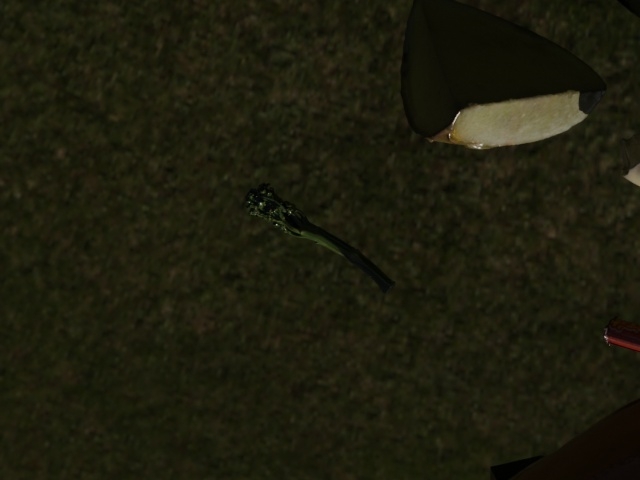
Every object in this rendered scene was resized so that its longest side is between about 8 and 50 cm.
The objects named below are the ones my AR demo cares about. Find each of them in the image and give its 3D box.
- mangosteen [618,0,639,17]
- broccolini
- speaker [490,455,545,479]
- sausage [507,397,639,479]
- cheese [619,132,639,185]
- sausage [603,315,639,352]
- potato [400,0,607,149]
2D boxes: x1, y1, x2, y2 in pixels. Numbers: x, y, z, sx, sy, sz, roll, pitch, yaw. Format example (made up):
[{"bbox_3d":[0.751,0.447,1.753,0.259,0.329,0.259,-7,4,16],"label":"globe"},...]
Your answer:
[{"bbox_3d":[0.425,-0.365,1.365,0.313,0.297,0.297,11,152,50],"label":"mangosteen"},{"bbox_3d":[0.000,0.000,1.767,0.239,0.054,0.051,34,175,4],"label":"broccolini"},{"bbox_3d":[0.289,0.371,1.641,0.082,0.218,0.044,-10,127,-7],"label":"speaker"},{"bbox_3d":[0.168,0.164,0.807,0.197,0.076,0.076,-36,125,13],"label":"sausage"},{"bbox_3d":[0.518,-0.137,1.654,0.249,0.071,0.163,2,123,4],"label":"cheese"},{"bbox_3d":[0.502,0.154,1.941,0.145,0.048,0.050,17,174,38],"label":"sausage"},{"bbox_3d":[0.247,-0.192,1.708,0.255,0.269,0.112,10,132,-16],"label":"potato"}]
